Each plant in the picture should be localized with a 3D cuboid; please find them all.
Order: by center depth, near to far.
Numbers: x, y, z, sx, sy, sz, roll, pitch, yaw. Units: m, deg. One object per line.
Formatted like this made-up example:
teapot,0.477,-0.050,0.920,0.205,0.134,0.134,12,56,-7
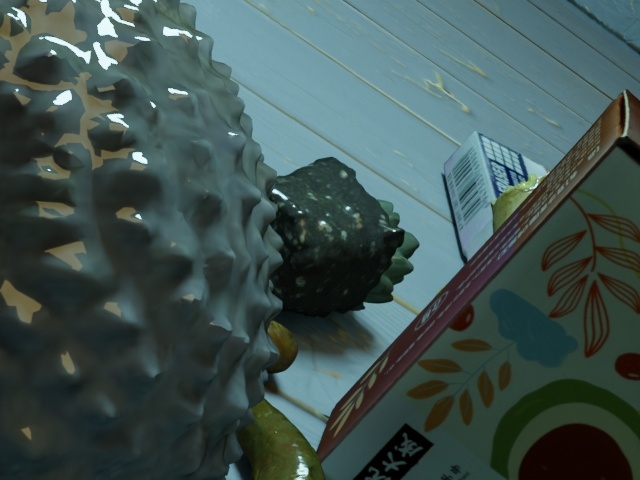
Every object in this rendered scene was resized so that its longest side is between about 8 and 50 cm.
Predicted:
plant,0.000,0.000,1.365,0.194,0.129,0.132,0,45,-52

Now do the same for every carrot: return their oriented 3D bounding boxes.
carrot,-0.101,0.066,1.205,0.191,0.047,0.047,24,28,-30

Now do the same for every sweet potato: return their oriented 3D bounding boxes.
sweet potato,-0.036,0.168,1.112,0.069,0.059,0.249,14,28,-23

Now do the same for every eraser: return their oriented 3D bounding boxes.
eraser,0.234,-0.018,1.799,0.130,0.086,0.287,30,25,-18

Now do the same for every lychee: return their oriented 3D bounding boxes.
lychee,-0.196,0.016,0.779,0.380,0.380,0.432,52,7,25

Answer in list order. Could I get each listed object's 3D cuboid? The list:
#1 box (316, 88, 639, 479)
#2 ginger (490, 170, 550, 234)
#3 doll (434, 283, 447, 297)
box,0.246,0.138,1.165,0.344,0.385,0.122,38,24,-6
ginger,0.276,0.088,1.512,0.236,0.166,0.375,54,22,-23
doll,0.149,0.104,1.465,0.129,0.081,0.207,40,20,-19
